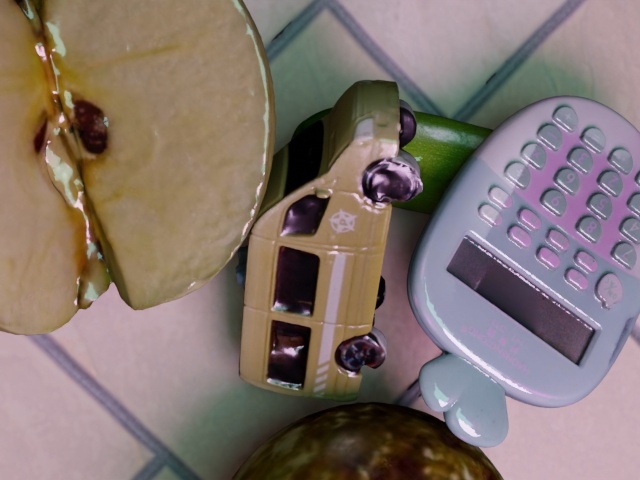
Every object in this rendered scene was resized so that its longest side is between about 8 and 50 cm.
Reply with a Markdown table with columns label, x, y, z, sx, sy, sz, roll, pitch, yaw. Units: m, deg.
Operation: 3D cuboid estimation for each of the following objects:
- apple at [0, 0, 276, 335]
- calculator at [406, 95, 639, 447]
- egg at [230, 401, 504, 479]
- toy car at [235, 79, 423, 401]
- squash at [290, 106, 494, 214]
| label | x | y | z | sx | sy | sz | roll | pitch | yaw |
| --- | --- | --- | --- | --- | --- | --- | --- | --- | --- |
| apple | -0.191 | -0.083 | 0.837 | 0.295 | 0.233 | 0.257 | -20 | 111 | -20 |
| calculator | 0.167 | 0.020 | 0.914 | 0.185 | 0.041 | 0.299 | 34 | 72 | -10 |
| egg | 0.023 | 0.250 | 0.879 | 0.289 | 0.238 | 0.238 | -24 | 100 | -48 |
| toy car | 0.000 | 0.000 | 0.891 | 0.124 | 0.101 | 0.256 | 5 | 125 | -3 |
| squash | 0.115 | -0.056 | 0.974 | 0.292 | 0.082 | 0.082 | 12 | 91 | -14 |
